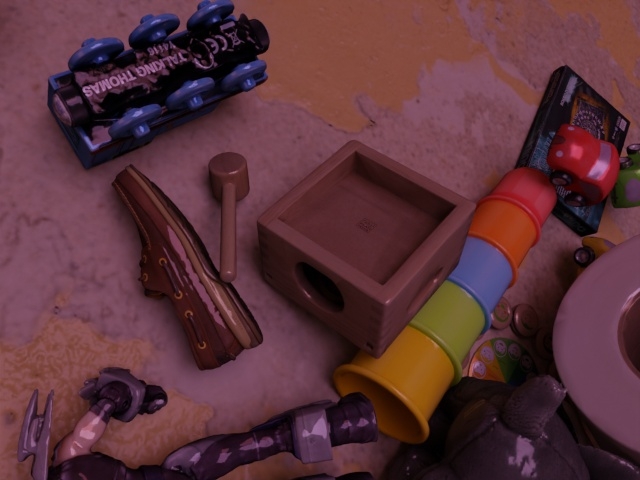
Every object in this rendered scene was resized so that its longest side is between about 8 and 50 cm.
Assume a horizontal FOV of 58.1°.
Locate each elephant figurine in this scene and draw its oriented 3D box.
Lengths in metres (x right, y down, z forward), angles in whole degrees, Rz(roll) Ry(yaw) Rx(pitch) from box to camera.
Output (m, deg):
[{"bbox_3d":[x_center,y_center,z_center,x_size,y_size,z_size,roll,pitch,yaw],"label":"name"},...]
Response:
[{"bbox_3d":[0.190,0.233,0.480,0.239,0.186,0.169,41,89,1],"label":"elephant figurine"}]

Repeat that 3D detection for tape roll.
[{"bbox_3d":[0.362,0.125,0.531,0.169,0.246,0.246,50,59,-36],"label":"tape roll"}]

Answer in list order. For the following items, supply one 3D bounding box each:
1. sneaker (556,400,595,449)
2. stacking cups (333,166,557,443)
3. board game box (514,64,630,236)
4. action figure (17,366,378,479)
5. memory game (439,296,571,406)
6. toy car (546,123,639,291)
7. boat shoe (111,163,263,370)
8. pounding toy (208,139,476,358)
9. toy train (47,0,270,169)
[{"bbox_3d":[0.253,0.221,0.584,0.075,0.057,0.161,-30,105,-47],"label":"sneaker"},{"bbox_3d":[0.135,0.038,0.565,0.096,0.096,0.316,46,59,-9],"label":"stacking cups"},{"bbox_3d":[0.316,-0.115,0.720,0.126,0.026,0.186,35,65,-14],"label":"board game box"},{"bbox_3d":[-0.098,0.181,0.410,0.285,0.099,0.185,-2,85,-22],"label":"action figure"},{"bbox_3d":[0.196,0.149,0.602,0.186,0.012,0.186,6,75,-25],"label":"memory game"},{"bbox_3d":[0.344,-0.049,0.655,0.225,0.053,0.239,-35,119,-32],"label":"toy car"},{"bbox_3d":[-0.116,0.021,0.454,0.060,0.064,0.178,-34,86,-6],"label":"boat shoe"},{"bbox_3d":[-0.010,0.003,0.492,0.206,0.094,0.181,32,57,24],"label":"pounding toy"},{"bbox_3d":[-0.126,-0.128,0.464,0.184,0.105,0.080,-33,97,-28],"label":"toy train"}]
